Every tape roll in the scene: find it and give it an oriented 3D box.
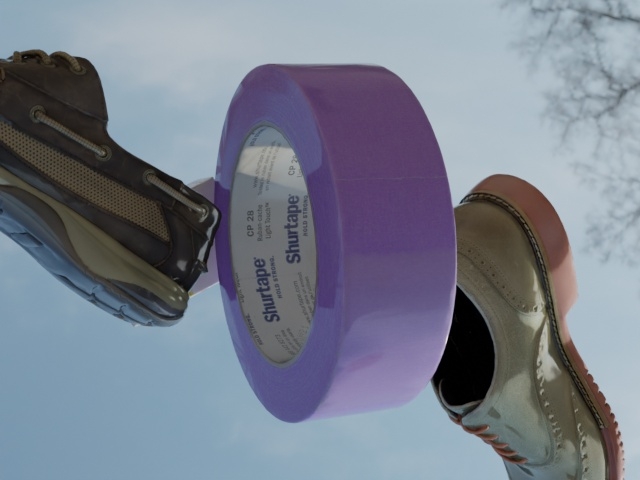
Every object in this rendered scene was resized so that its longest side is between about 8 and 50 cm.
[{"bbox_3d":[0.000,0.000,0.851,0.090,0.275,0.275,-3,-143,-23],"label":"tape roll"}]

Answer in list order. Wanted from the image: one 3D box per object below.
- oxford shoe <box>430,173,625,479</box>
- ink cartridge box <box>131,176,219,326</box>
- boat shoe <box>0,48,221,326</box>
[{"bbox_3d":[0.167,0.145,0.995,0.146,0.397,0.140,-31,-160,-32],"label":"oxford shoe"},{"bbox_3d":[-0.133,0.004,1.008,0.143,0.090,0.092,-28,-170,-13],"label":"ink cartridge box"},{"bbox_3d":[-0.219,-0.075,0.809,0.132,0.355,0.130,4,-123,54],"label":"boat shoe"}]
